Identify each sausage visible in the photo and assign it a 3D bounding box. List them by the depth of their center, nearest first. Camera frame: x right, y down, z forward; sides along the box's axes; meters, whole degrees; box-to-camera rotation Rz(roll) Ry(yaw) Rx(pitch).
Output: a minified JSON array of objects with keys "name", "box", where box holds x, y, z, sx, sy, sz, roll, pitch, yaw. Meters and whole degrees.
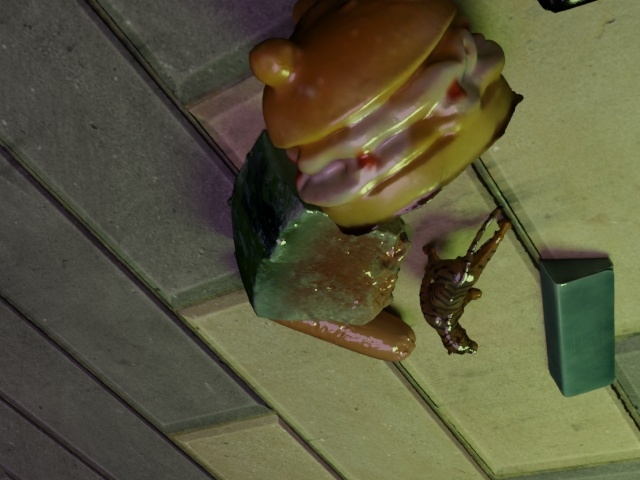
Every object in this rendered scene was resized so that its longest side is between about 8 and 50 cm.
[{"name":"sausage","box":[0.020,0.128,1.237,0.289,0.086,0.086,19,135,-1]}]

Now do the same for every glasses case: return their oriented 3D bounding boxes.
[{"name":"glasses case","box":[0.400,0.141,1.148,0.105,0.056,0.266,-2,132,20]}]

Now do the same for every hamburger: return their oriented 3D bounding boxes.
[{"name":"hamburger","box":[0.057,-0.172,0.825,0.276,0.276,0.237,-27,112,36]}]

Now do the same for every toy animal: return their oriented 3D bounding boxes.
[{"name":"toy animal","box":[0.203,0.046,1.079,0.114,0.116,0.255,13,134,4]}]

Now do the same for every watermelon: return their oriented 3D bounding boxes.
[{"name":"watermelon","box":[-0.010,0.008,1.084,0.302,0.151,0.264,20,135,-1]}]

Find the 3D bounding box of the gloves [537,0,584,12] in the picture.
[{"name":"gloves","box":[0.249,-0.328,0.737,0.129,0.106,0.181,-13,99,27]}]
